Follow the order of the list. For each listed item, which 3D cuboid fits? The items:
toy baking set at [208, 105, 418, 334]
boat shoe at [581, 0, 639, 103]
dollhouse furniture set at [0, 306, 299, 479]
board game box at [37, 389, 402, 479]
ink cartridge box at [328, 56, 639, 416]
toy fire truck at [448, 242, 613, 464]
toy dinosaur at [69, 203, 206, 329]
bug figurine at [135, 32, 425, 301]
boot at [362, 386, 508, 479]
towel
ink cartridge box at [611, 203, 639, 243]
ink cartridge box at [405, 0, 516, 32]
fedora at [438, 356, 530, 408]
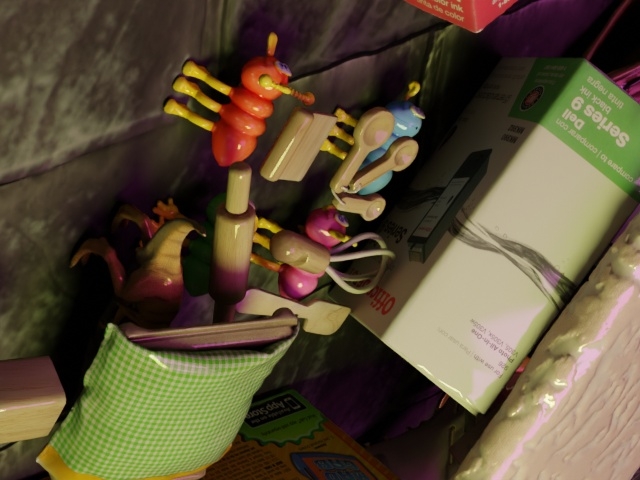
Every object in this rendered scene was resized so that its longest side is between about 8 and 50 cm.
[{"bbox_3d":[-0.005,0.001,1.059,0.196,0.030,0.256,-17,136,-34],"label":"toy baking set"},{"bbox_3d":[0.376,-0.236,1.370,0.307,0.110,0.104,-50,147,-6],"label":"boat shoe"},{"bbox_3d":[-0.150,0.172,0.945,0.301,0.151,0.197,-4,146,-35],"label":"dollhouse furniture set"},{"bbox_3d":[-0.073,0.409,1.167,0.356,0.356,0.356,-14,130,-44],"label":"board game box"},{"bbox_3d":[0.153,-0.013,1.189,0.121,0.211,0.289,36,89,-14],"label":"ink cartridge box"},{"bbox_3d":[0.214,0.109,1.382,0.246,0.217,0.159,-26,138,-34],"label":"toy fire truck"},{"bbox_3d":[-0.120,0.019,0.977,0.064,0.112,0.212,-33,154,-38],"label":"toy dinosaur"},{"bbox_3d":[-0.021,-0.048,1.085,0.279,0.072,0.216,7,114,-54],"label":"bug figurine"},{"bbox_3d":[0.124,0.209,1.470,0.165,0.213,0.077,-23,124,21],"label":"boot"},{"bbox_3d":[0.254,0.138,1.203,0.332,0.053,0.317,-57,149,4],"label":"towel"},{"bbox_3d":[0.418,0.058,1.742,0.385,0.091,0.308,-24,138,-62],"label":"ink cartridge box"},{"bbox_3d":[0.128,-0.340,0.957,0.226,0.131,0.306,-40,145,-20],"label":"ink cartridge box"},{"bbox_3d":[0.231,0.224,1.559,0.194,0.079,0.194,-5,113,-11],"label":"fedora"}]
